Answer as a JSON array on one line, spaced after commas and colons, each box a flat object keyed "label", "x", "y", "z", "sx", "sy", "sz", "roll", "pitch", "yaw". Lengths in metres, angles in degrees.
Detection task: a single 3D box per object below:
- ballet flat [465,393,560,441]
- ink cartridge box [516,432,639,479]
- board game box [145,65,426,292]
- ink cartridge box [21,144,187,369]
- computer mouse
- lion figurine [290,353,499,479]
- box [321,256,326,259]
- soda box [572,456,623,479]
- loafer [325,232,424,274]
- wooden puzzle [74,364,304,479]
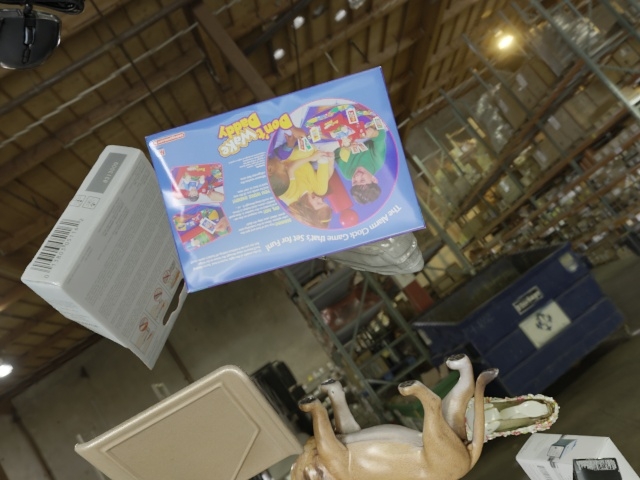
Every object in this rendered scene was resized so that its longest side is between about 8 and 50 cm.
[{"label": "ballet flat", "x": 0.349, "y": 0.335, "z": 1.104, "sx": 0.241, "sy": 0.091, "sz": 0.077, "roll": -8, "pitch": -28, "yaw": -11}, {"label": "ink cartridge box", "x": 0.502, "y": 0.455, "z": 1.107, "sx": 0.082, "sy": 0.139, "sz": 0.191, "roll": -39, "pitch": 4, "yaw": -30}, {"label": "board game box", "x": -0.050, "y": -0.082, "z": 0.830, "sx": 0.347, "sy": 0.233, "sz": 0.078, "roll": -15, "pitch": -1, "yaw": 4}, {"label": "ink cartridge box", "x": -0.387, "y": 0.048, "z": 1.165, "sx": 0.385, "sy": 0.091, "sz": 0.308, "roll": 75, "pitch": -151, "yaw": -55}, {"label": "computer mouse", "x": -0.454, "y": -0.288, "z": 0.802, "sx": 0.184, "sy": 0.060, "sz": 0.262, "roll": -12, "pitch": 4, "yaw": -42}, {"label": "lion figurine", "x": 0.111, "y": 0.333, "z": 0.900, "sx": 0.392, "sy": 0.240, "sz": 0.142, "roll": -16, "pitch": 3, "yaw": 25}, {"label": "box", "x": 0.000, "y": 0.000, "z": 1.520, "sx": 0.094, "sy": 0.027, "sz": 0.137, "roll": -62, "pitch": 20, "yaw": -7}, {"label": "soda box", "x": 0.344, "y": 0.348, "z": 0.674, "sx": 0.053, "sy": 0.169, "sz": 0.060, "roll": -9, "pitch": -50, "yaw": 15}, {"label": "loafer", "x": 0.071, "y": 0.010, "z": 1.071, "sx": 0.112, "sy": 0.111, "sz": 0.319, "roll": -49, "pitch": 24, "yaw": -12}, {"label": "wooden puzzle", "x": -0.167, "y": 0.278, "z": 0.778, "sx": 0.239, "sy": 0.044, "sz": 0.221, "roll": -26, "pitch": -53, "yaw": 1}]
